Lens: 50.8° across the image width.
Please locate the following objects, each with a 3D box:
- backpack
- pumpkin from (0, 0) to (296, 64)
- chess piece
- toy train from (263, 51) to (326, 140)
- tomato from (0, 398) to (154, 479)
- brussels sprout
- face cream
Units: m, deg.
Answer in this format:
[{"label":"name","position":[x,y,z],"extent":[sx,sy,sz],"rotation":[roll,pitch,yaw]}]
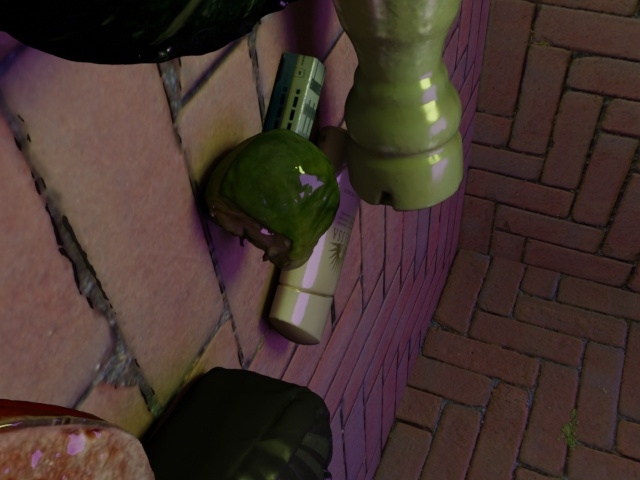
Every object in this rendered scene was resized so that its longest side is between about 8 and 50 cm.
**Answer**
[{"label":"backpack","position":[-0.108,0.396,0.824],"extent":[0.363,0.254,0.446],"rotation":[-46,133,-59]},{"label":"pumpkin","position":[-0.115,-0.252,0.342],"extent":[0.296,0.295,0.296],"rotation":[15,90,-73]},{"label":"chess piece","position":[0.101,-0.260,0.875],"extent":[0.234,0.234,0.442],"rotation":[-56,148,-46]},{"label":"toy train","position":[-0.050,-0.126,0.891],"extent":[0.052,0.051,0.234],"rotation":[15,90,-69]},{"label":"tomato","position":[-0.250,0.214,0.365],"extent":[0.338,0.143,0.338],"rotation":[-38,138,-44]},{"label":"brussels sprout","position":[-0.047,-0.053,0.801],"extent":[0.145,0.131,0.183],"rotation":[-56,148,-10]},{"label":"face cream","position":[0.000,0.000,1.097],"extent":[0.173,0.081,0.349],"rotation":[25,80,-71]}]
